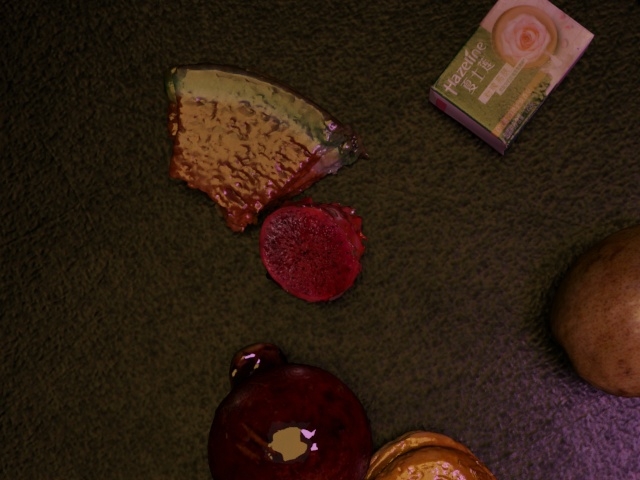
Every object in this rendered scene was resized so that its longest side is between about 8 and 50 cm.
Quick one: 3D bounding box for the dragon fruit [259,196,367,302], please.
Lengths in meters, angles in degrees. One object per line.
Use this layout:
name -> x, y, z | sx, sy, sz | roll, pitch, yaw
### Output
dragon fruit -> 0.000, 0.000, 1.826 | 0.153, 0.111, 0.153 | 12, 119, 24

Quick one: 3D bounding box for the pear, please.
pear -> 0.402, 0.089, 1.739 | 0.211, 0.228, 0.188 | -26, 123, 17

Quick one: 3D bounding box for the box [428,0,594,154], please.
box -> 0.258, -0.235, 1.840 | 0.135, 0.081, 0.199 | 37, 85, 5

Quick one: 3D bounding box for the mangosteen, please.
mangosteen -> -0.051, 0.239, 1.745 | 0.215, 0.215, 0.257 | -27, 50, -1

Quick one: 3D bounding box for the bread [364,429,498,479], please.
bread -> 0.148, 0.366, 1.761 | 0.198, 0.120, 0.236 | -41, 85, -4

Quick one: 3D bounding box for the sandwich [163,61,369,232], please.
sandwich -> -0.106, -0.140, 1.828 | 0.292, 0.109, 0.212 | 40, 86, 5
